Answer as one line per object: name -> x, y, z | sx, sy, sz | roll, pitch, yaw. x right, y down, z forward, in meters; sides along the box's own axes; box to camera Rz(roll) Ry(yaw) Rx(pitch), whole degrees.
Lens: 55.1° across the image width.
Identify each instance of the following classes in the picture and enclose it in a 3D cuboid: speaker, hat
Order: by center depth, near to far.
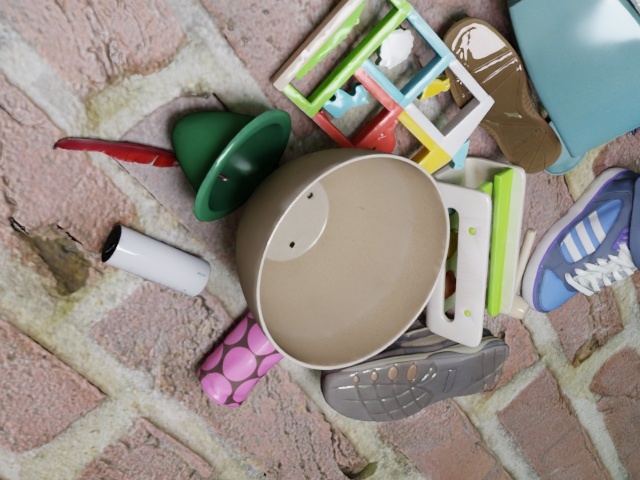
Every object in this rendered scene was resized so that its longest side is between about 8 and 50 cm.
hat -> -0.166, -0.140, 0.772 | 0.173, 0.183, 0.208 | -56, 169, 22
speaker -> -0.218, 0.028, 0.815 | 0.136, 0.055, 0.055 | 26, 101, -33

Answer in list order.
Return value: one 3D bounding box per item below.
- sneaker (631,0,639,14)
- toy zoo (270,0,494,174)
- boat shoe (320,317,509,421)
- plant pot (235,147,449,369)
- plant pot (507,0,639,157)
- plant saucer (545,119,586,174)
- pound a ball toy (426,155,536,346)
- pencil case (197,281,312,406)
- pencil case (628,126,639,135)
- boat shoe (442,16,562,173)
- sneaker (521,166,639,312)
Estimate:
sneaker -> 0.455, -0.313, 0.959 | 0.229, 0.086, 0.132 | 19, 107, -34
toy zoo -> 0.104, -0.188, 0.835 | 0.192, 0.030, 0.293 | -44, 118, 13
boat shoe -> 0.151, 0.209, 1.048 | 0.355, 0.130, 0.132 | -2, 120, -26
plant pot -> 0.000, 0.000, 0.816 | 0.284, 0.191, 0.284 | -15, 119, -29
plant pot -> 0.367, -0.278, 0.857 | 0.166, 0.165, 0.234 | -28, 118, 30
plant saucer -> 0.413, -0.171, 1.047 | 0.119, 0.021, 0.119 | -12, 120, -21
pound a ball toy -> 0.259, 0.020, 1.023 | 0.208, 0.136, 0.319 | -32, 129, -40
pencil case -> -0.086, 0.159, 0.931 | 0.209, 0.095, 0.098 | -43, 150, 2
pencil case -> 0.639, -0.308, 1.030 | 0.119, 0.133, 0.306 | 16, 110, 6
boat shoe -> 0.265, -0.218, 0.921 | 0.104, 0.089, 0.285 | -28, 126, 21
sneaker -> 0.526, 0.035, 1.077 | 0.130, 0.236, 0.323 | 28, 100, -34
